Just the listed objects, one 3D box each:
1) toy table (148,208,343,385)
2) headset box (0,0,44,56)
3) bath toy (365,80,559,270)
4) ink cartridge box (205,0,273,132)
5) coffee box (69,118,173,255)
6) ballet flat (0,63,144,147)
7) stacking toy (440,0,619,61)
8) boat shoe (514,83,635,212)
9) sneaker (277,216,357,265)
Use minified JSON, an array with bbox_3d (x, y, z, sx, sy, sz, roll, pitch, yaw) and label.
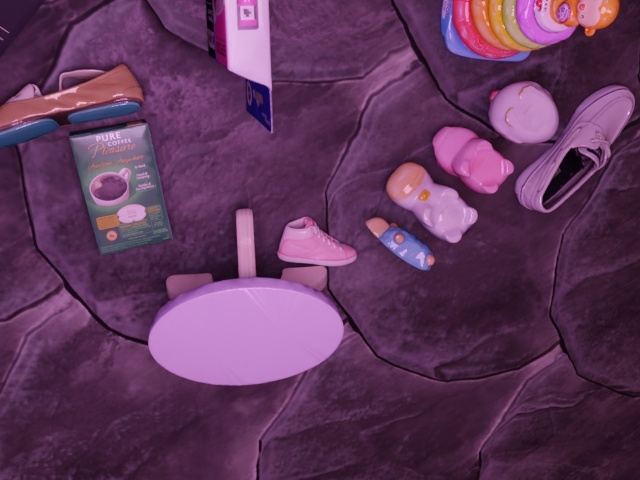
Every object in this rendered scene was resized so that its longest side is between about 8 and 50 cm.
[{"bbox_3d":[-0.112,0.098,1.082,0.274,0.161,0.252,7,119,-12],"label":"toy table"},{"bbox_3d":[-0.413,-0.375,0.797,0.283,0.131,0.246,-50,145,5],"label":"headset box"},{"bbox_3d":[0.225,-0.116,1.154,0.151,0.129,0.348,43,92,-7],"label":"bath toy"},{"bbox_3d":[-0.111,-0.336,0.935,0.069,0.176,0.371,-8,112,-14],"label":"ink cartridge box"},{"bbox_3d":[-0.290,-0.078,1.049,0.113,0.040,0.184,-14,113,-13],"label":"coffee box"},{"bbox_3d":[-0.362,-0.187,0.980,0.232,0.080,0.073,-17,86,-14],"label":"ballet flat"},{"bbox_3d":[0.306,-0.327,1.001,0.166,0.302,0.175,2,110,-18],"label":"stacking toy"},{"bbox_3d":[0.450,-0.154,1.229,0.267,0.088,0.096,-43,116,1],"label":"boat shoe"},{"bbox_3d":[0.000,0.000,1.163,0.134,0.051,0.070,4,113,-15],"label":"sneaker"}]
